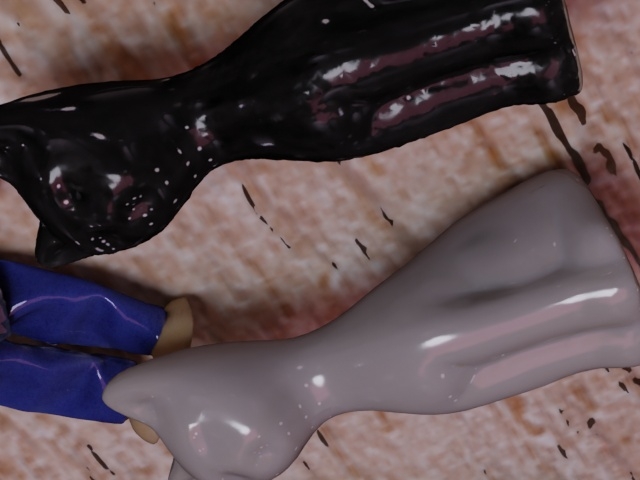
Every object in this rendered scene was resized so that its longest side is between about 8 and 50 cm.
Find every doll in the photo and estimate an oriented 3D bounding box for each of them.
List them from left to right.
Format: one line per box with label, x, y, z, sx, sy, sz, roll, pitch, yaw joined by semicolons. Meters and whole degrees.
doll;-0.149;0.031;0.702;0.189;0.046;0.129;11;124;-16

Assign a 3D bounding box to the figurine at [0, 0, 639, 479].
figurine;0.000;0.000;0.649;0.209;0.092;0.215;-21;127;2
